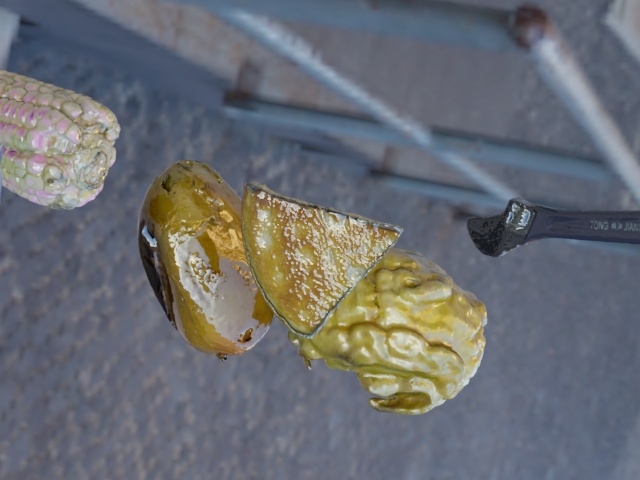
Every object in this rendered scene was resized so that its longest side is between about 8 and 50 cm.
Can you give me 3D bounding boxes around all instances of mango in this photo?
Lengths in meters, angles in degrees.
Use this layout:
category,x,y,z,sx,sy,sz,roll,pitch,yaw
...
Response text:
category,x,y,z,sx,sy,sz,roll,pitch,yaw
mango,-0.131,0.022,2.036,0.156,0.151,0.248,-100,169,-71

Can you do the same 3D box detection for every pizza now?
category,x,y,z,sx,sy,sz,roll,pitch,yaw
pizza,0.000,0.000,1.798,0.184,0.176,0.036,59,19,-13

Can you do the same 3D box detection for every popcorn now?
category,x,y,z,sx,sy,sz,roll,pitch,yaw
popcorn,0.092,0.106,2.073,0.250,0.250,0.190,2,110,-67

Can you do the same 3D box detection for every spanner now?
category,x,y,z,sx,sy,sz,roll,pitch,yaw
spanner,0.196,-0.008,1.237,0.012,0.209,0.046,-1,93,-55

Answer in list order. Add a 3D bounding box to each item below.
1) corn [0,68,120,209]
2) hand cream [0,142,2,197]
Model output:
category,x,y,z,sx,sy,sz,roll,pitch,yaw
corn,-0.367,-0.133,1.832,0.126,0.335,0.126,-46,148,-40
hand cream,-0.267,0.065,1.169,0.091,0.058,0.271,-87,-158,-66
